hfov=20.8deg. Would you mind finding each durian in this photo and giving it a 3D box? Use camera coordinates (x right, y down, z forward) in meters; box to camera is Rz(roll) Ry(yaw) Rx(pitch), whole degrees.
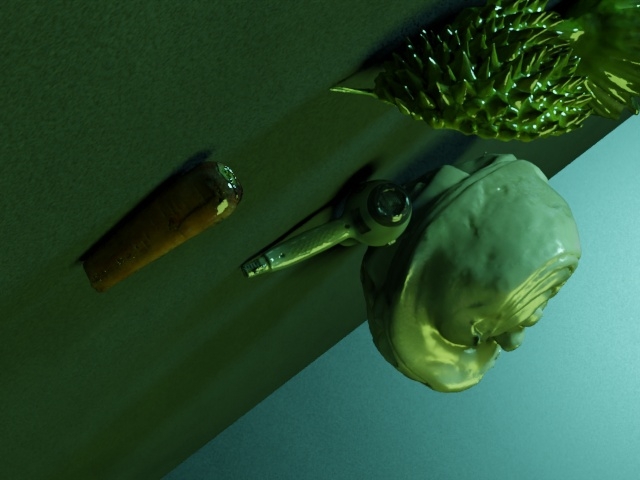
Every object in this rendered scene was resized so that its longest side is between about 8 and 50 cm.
[{"bbox_3d":[0.173,-0.160,1.760,0.169,0.157,0.355,-24,179,28],"label":"durian"}]

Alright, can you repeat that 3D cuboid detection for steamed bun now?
[{"bbox_3d":[0.180,0.027,2.462,0.339,0.247,0.352,-53,-157,20],"label":"steamed bun"}]

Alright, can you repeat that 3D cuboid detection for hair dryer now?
[{"bbox_3d":[0.015,-0.005,2.219,0.225,0.088,0.219,-26,176,4],"label":"hair dryer"}]

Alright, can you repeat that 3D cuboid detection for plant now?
[{"bbox_3d":[0.300,-0.267,2.041,0.333,0.180,0.251,16,141,-39],"label":"plant"}]

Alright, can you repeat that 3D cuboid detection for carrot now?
[{"bbox_3d":[-0.142,-0.013,1.547,0.161,0.055,0.055,-33,173,11],"label":"carrot"}]
